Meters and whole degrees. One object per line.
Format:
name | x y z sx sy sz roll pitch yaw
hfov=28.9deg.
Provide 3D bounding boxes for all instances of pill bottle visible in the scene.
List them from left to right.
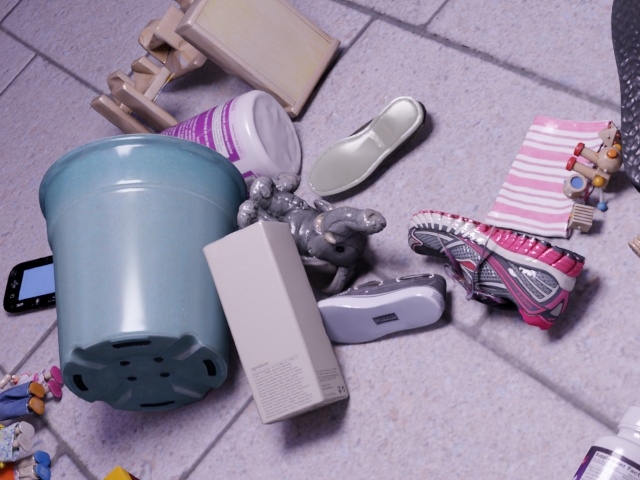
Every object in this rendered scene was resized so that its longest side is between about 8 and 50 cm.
pill bottle | -0.199 -0.132 2.153 0.301 0.169 0.169 -20 46 25
pill bottle | 0.337 0.289 1.406 0.108 0.108 0.193 20 70 47

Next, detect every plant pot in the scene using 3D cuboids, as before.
plant pot | -0.278 0.068 1.956 0.341 0.341 0.334 -22 53 24

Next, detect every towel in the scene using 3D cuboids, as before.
towel | 0.331 -0.096 1.795 0.144 0.029 0.197 9 63 44

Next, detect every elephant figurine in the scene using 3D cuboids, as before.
elephant figurine | 0.000 0.000 1.904 0.239 0.186 0.169 18 104 19

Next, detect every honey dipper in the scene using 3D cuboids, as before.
honey dipper | 0.475 -0.036 1.630 0.160 0.030 0.030 -38 41 1

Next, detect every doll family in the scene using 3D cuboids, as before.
doll family | -0.543 0.310 2.104 0.163 0.118 0.263 -21 46 25

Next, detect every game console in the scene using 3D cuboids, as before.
game console | -0.455 0.076 2.287 0.361 0.044 0.213 -13 49 32

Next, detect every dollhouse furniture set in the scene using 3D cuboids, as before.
dollhouse furniture set | -0.184 -0.349 2.342 0.362 0.256 0.394 -60 22 -18

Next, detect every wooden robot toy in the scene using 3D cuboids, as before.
wooden robot toy | 0.380 -0.102 1.702 0.076 0.079 0.173 28 73 8

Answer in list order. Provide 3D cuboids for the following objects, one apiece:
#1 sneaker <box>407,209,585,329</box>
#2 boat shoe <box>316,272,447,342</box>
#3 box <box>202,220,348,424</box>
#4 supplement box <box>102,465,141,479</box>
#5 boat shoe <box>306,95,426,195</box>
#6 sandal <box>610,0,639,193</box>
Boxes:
sneaker | 0.221 0.032 1.716 0.299 0.120 0.112 21 92 52
boat shoe | 0.083 0.089 1.813 0.228 0.080 0.076 -16 31 33
box | -0.065 0.117 1.789 0.113 0.094 0.275 -23 79 24
supplement box | -0.228 0.444 1.675 0.129 0.194 0.191 -44 41 1
boat shoe | 0.079 -0.148 2.019 0.227 0.068 0.081 -36 81 15
sandal | 0.495 -0.245 1.739 0.167 0.107 0.446 -6 61 34
